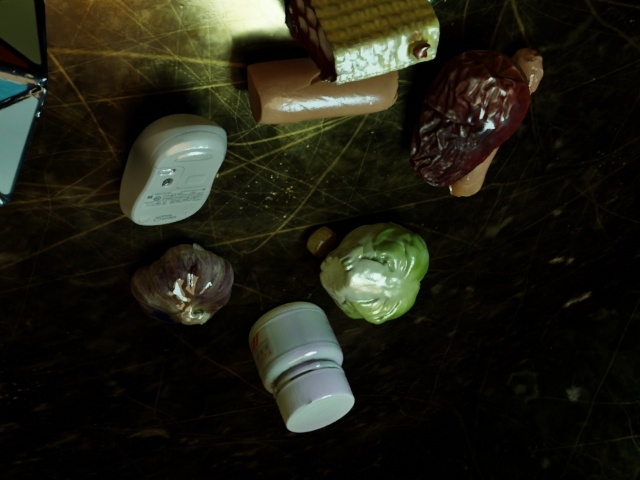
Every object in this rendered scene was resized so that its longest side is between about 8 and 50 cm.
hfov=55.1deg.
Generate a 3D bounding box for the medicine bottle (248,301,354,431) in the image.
[{"bbox_3d":[-0.055,0.374,1.823,0.256,0.324,0.256,-16,145,-12],"label":"medicine bottle"}]

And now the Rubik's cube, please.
[{"bbox_3d":[-0.537,-0.223,0.853,0.250,0.248,0.246,8,131,-36],"label":"Rubik's cube"}]

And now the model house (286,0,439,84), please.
[{"bbox_3d":[0.069,-0.368,1.037,0.196,0.253,0.160,-19,140,-11],"label":"model house"}]

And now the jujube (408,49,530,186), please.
[{"bbox_3d":[0.321,-0.264,1.377,0.217,0.216,0.342,-7,146,-25],"label":"jujube"}]

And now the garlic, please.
[{"bbox_3d":[-0.329,0.122,1.483,0.245,0.160,0.244,-9,142,-7],"label":"garlic"}]

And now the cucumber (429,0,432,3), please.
[{"bbox_3d":[0.214,-0.486,1.157,0.039,0.039,0.168,11,128,-40],"label":"cucumber"}]

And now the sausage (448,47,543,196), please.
[{"bbox_3d":[0.419,-0.274,1.499,0.094,0.094,0.418,10,137,-9],"label":"sausage"}]

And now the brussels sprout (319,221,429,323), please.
[{"bbox_3d":[0.145,0.093,1.660,0.317,0.242,0.273,-20,148,-23],"label":"brussels sprout"}]

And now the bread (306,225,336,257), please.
[{"bbox_3d":[0.000,0.000,1.621,0.085,0.053,0.085,-35,152,-23],"label":"bread"}]

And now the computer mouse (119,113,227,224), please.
[{"bbox_3d":[-0.297,-0.146,1.204,0.184,0.121,0.297,-16,160,-32],"label":"computer mouse"}]

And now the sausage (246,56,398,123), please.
[{"bbox_3d":[0.009,-0.298,1.196,0.305,0.121,0.121,-11,141,-19],"label":"sausage"}]
